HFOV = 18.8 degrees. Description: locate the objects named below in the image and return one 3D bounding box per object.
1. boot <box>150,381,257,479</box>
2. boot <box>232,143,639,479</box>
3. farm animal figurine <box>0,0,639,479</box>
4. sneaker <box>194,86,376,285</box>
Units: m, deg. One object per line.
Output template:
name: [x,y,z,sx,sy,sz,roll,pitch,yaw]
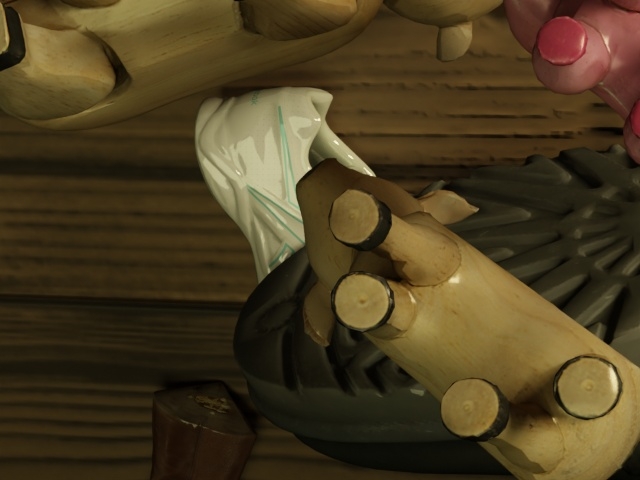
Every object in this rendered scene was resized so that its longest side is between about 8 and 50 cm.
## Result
boot: [-0.041,0.128,0.968,0.106,0.037,0.114,17,123,3]
boot: [0.204,0.169,0.842,0.367,0.146,0.445,-12,122,18]
farm animal figurine: [0.005,-0.083,0.685,0.327,0.172,0.330,4,82,16]
sneaker: [0.000,0.000,0.851,0.061,0.053,0.152,-14,118,23]
